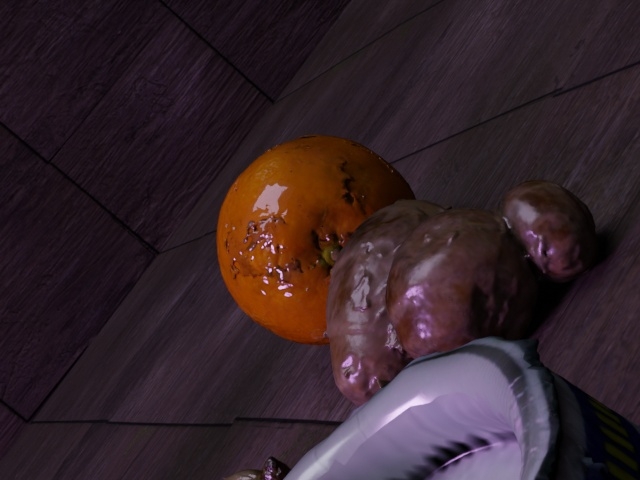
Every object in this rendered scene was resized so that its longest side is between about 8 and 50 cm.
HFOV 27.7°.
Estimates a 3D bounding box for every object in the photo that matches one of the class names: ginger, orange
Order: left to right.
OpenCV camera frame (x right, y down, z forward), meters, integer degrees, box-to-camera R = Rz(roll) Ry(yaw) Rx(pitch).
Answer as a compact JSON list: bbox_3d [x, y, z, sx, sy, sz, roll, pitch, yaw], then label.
[{"bbox_3d":[0.000,0.000,1.510,0.246,0.246,0.246,-46,15,15],"label":"orange"},{"bbox_3d":[0.123,0.046,1.253,0.304,0.155,0.244,-15,30,53],"label":"ginger"}]

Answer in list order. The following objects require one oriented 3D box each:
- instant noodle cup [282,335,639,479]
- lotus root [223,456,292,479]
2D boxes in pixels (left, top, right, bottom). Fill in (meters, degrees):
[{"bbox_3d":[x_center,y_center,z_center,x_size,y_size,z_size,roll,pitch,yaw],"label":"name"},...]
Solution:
[{"bbox_3d":[0.122,0.203,0.472,0.284,0.312,0.284,-46,15,16],"label":"instant noodle cup"},{"bbox_3d":[-0.084,0.291,1.347,0.183,0.077,0.090,-45,22,30],"label":"lotus root"}]
